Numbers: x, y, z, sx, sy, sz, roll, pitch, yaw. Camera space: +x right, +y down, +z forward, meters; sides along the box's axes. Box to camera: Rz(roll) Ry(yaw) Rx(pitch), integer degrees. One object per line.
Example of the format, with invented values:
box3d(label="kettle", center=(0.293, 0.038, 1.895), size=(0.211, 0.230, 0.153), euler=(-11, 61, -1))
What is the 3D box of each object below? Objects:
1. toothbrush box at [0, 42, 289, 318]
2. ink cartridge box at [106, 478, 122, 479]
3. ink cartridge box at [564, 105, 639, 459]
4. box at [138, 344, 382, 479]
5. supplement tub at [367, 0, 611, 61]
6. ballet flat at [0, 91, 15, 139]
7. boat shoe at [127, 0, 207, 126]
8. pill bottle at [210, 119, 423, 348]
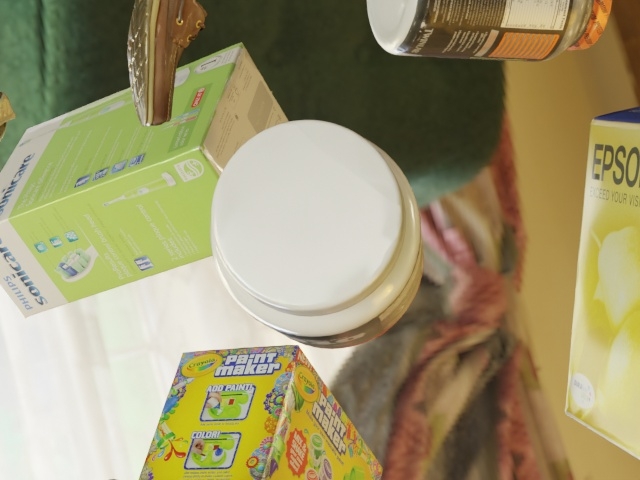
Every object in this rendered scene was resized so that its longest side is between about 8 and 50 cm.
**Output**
box3d(label="toothbrush box", center=(-0.191, -0.062, 1.467), size=(0.283, 0.122, 0.206), euler=(-18, -149, 21))
box3d(label="ink cartridge box", center=(0.060, 0.267, 0.994), size=(0.308, 0.091, 0.385), euler=(5, 161, 27))
box3d(label="ink cartridge box", center=(0.243, -0.005, 0.911), size=(0.072, 0.307, 0.303), euler=(0, -175, -9))
box3d(label="box", center=(-0.078, 0.330, 1.813), size=(0.177, 0.279, 0.290), euler=(-6, 138, 26))
box3d(label="supplement tub", center=(0.241, -0.354, 2.048), size=(0.316, 0.194, 0.193), euler=(0, 165, -22))
box3d(label="ballet flat", center=(-0.434, -0.124, 1.807), size=(0.057, 0.052, 0.168), euler=(-3, -139, 36))
box3d(label="boat shoe", center=(-0.120, -0.180, 1.161), size=(0.060, 0.178, 0.064), euler=(2, -174, -20))
box3d(label="pill bottle", center=(0.000, 0.000, 1.139), size=(0.161, 0.161, 0.283), euler=(-16, 172, 3))
